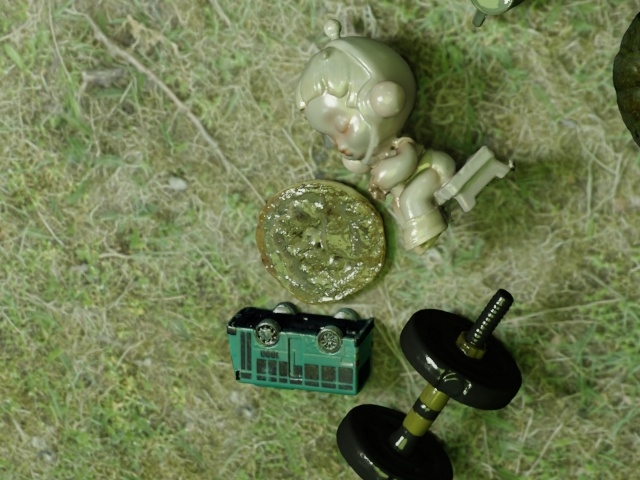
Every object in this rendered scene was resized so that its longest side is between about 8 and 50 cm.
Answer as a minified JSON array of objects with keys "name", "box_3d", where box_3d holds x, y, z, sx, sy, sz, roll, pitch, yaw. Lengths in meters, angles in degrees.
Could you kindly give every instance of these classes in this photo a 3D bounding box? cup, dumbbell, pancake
[{"name":"cup","box_3d":[0.176,-0.256,1.444,0.075,0.083,0.054,-27,97,25]},{"name":"dumbbell","box_3d":[0.119,0.185,1.560,0.143,0.143,0.325,34,113,6]},{"name":"pancake","box_3d":[0.000,0.000,1.609,0.158,0.028,0.158,6,110,16]}]

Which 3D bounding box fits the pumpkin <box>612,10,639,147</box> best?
[{"name":"pumpkin","box_3d":[0.394,-0.155,1.363,0.223,0.157,0.224,3,97,24]}]

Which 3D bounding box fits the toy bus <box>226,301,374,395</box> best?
[{"name":"toy bus","box_3d":[-0.024,0.127,1.626,0.160,0.079,0.092,5,107,15]}]

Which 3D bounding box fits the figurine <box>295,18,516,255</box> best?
[{"name":"figurine","box_3d":[0.071,-0.123,1.482,0.144,0.182,0.257,-42,88,8]}]
